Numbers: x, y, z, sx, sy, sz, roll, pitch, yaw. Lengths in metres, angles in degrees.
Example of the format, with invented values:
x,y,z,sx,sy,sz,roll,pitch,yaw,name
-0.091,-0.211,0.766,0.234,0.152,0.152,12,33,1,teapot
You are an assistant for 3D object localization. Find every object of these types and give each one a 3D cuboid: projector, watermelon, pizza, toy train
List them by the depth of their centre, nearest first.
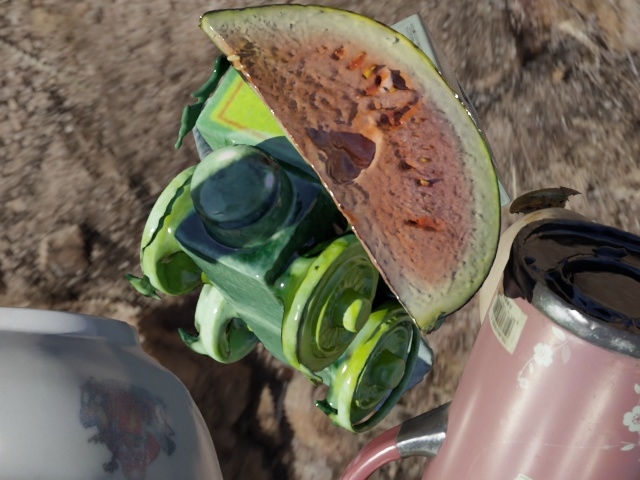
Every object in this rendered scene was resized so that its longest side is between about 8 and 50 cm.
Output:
x,y,z,sx,sy,sz,roll,pitch,yaw,name
0.016,-0.033,0.696,0.163,0.087,0.069,56,147,9,watermelon
0.000,0.000,1.018,0.159,0.271,0.188,25,74,26,toy train
0.097,-0.099,1.335,0.061,0.115,0.147,-24,139,11,projector
0.225,-0.038,1.607,0.083,0.037,0.016,-14,58,39,pizza

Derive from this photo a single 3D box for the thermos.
x,y,z,sx,sy,sz,roll,pitch,yaw,name
0.078,0.156,0.778,0.136,0.109,0.330,7,118,-23,thermos

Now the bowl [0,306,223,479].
x,y,z,sx,sy,sz,roll,pitch,yaw,name
-0.232,0.143,1.336,0.346,0.345,0.157,4,80,6,bowl

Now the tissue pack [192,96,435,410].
x,y,z,sx,sy,sz,roll,pitch,yaw,name
-0.015,-0.007,1.514,0.103,0.315,0.228,-36,117,6,tissue pack

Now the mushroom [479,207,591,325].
x,y,z,sx,sy,sz,roll,pitch,yaw,name
0.251,0.062,1.408,0.215,0.207,0.207,-21,99,29,mushroom
